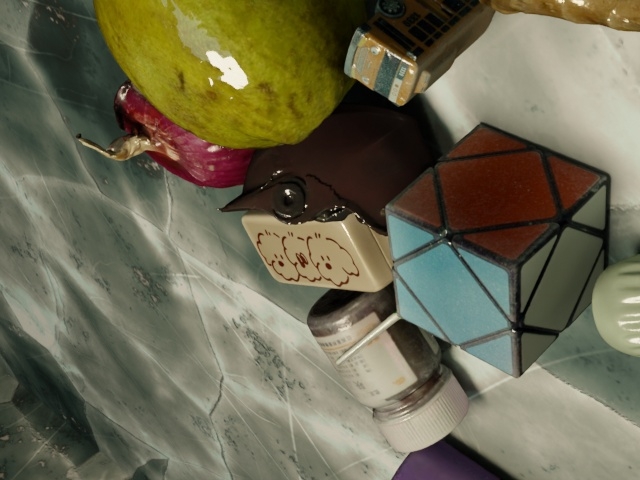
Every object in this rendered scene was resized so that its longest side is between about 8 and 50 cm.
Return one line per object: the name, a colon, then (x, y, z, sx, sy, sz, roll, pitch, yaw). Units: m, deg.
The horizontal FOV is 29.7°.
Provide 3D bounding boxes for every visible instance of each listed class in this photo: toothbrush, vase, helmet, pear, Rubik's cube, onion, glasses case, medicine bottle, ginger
toothbrush: (0.134, 0.107, 1.798, 0.304, 0.030, 0.030, -39, 91, 26)
vase: (0.446, 0.074, 1.408, 0.248, 0.128, 0.128, -6, 120, 45)
helmet: (0.019, -0.103, 1.650, 0.305, 0.177, 0.225, 9, -175, 6)
pear: (-0.112, -0.305, 1.510, 0.413, 0.352, 0.352, 54, 151, 5)
Rubik's cube: (0.226, 0.011, 1.539, 0.205, 0.207, 0.205, 26, 144, 33)
onion: (-0.164, -0.184, 1.828, 0.230, 0.272, 0.256, 38, -175, 10)
glasses case: (0.000, 0.000, 1.935, 0.336, 0.076, 0.144, 1, 123, 60)
medicine bottle: (0.110, 0.193, 1.952, 0.165, 0.165, 0.273, -10, 115, 57)
ginger: (0.269, -0.270, 1.265, 0.294, 0.086, 0.131, 25, 159, 36)

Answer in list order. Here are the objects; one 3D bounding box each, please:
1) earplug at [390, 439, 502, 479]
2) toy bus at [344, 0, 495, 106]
earplug: (0.324, 0.528, 2.030, 0.455, 0.215, 0.215, 28, 145, 28)
toy bus: (0.119, -0.242, 1.410, 0.103, 0.182, 0.091, 39, 150, 13)
